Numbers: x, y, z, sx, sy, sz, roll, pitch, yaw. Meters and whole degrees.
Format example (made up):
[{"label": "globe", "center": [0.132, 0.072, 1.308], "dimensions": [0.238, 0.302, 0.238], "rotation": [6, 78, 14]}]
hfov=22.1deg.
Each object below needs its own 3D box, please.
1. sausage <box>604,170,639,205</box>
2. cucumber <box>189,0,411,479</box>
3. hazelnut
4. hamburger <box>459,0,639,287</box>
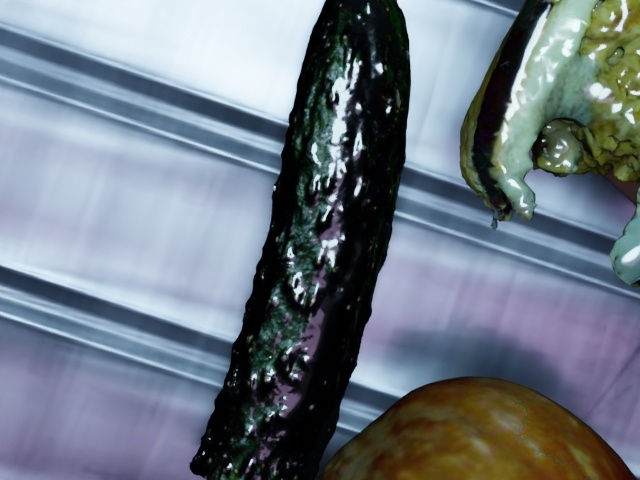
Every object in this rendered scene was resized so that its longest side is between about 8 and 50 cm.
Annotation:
[{"label": "sausage", "center": [0.203, -0.024, 0.957], "dimensions": [0.147, 0.030, 0.035], "rotation": [39, 97, -8]}, {"label": "cucumber", "center": [0.000, 0.000, 0.930], "dimensions": [0.081, 0.072, 0.303], "rotation": [18, 99, 13]}, {"label": "hazelnut", "center": [0.074, 0.193, 0.901], "dimensions": [0.218, 0.218, 0.234], "rotation": [39, 96, -8]}, {"label": "hamburger", "center": [0.198, -0.117, 0.869], "dimensions": [0.167, 0.192, 0.288], "rotation": [28, 97, 8]}]
